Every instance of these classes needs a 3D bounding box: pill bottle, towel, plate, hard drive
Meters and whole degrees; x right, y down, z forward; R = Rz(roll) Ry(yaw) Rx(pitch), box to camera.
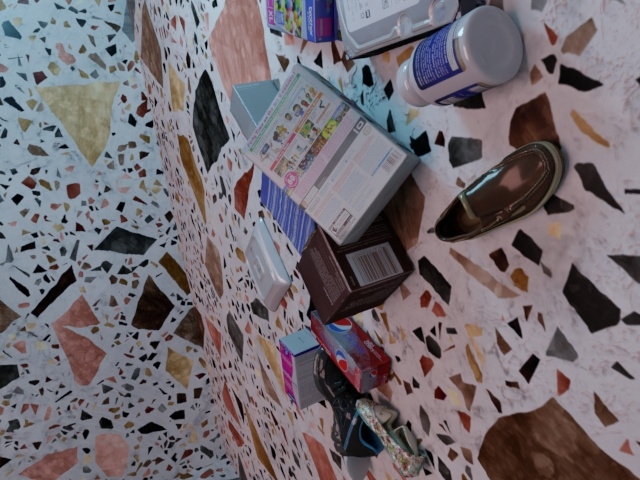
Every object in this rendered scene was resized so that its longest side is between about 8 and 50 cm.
[{"bbox_3d":[0.203,-0.270,0.828,0.186,0.112,0.112,-4,101,64],"label":"pill bottle"},{"bbox_3d":[-0.103,-0.109,1.624,0.336,0.040,0.243,54,149,36],"label":"towel"},{"bbox_3d":[-0.207,0.096,1.948,0.278,0.045,0.277,65,154,20],"label":"plate"},{"bbox_3d":[0.130,-0.460,0.924,0.339,0.064,0.237,14,117,60],"label":"hard drive"}]

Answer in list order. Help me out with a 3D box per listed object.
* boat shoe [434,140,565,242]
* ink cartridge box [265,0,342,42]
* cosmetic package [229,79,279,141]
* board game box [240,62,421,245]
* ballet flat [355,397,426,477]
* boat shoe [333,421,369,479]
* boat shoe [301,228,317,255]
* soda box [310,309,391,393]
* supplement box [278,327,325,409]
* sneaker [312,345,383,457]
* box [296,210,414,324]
[{"bbox_3d":[0.265,-0.059,0.842,0.095,0.095,0.257,65,153,18],"label":"boat shoe"},{"bbox_3d":[-0.039,-0.558,1.214,0.311,0.065,0.186,39,138,47],"label":"ink cartridge box"},{"bbox_3d":[-0.150,-0.330,1.493,0.238,0.127,0.107,59,151,25],"label":"cosmetic package"},{"bbox_3d":[0.014,-0.173,1.087,0.303,0.097,0.224,44,113,16],"label":"board game box"},{"bbox_3d":[0.183,0.480,1.363,0.241,0.091,0.077,49,115,34],"label":"ballet flat"},{"bbox_3d":[0.088,0.605,1.617,0.070,0.077,0.219,-28,71,63],"label":"boat shoe"},{"bbox_3d":[0.000,0.000,1.465,0.178,0.064,0.060,134,151,-57],"label":"boat shoe"},{"bbox_3d":[0.074,0.279,1.428,0.263,0.092,0.083,44,141,47],"label":"soda box"},{"bbox_3d":[-0.053,0.415,1.744,0.111,0.114,0.220,31,133,54],"label":"supplement box"},{"bbox_3d":[0.085,0.441,1.507,0.139,0.125,0.341,-12,98,46],"label":"sneaker"},{"bbox_3d":[0.071,0.062,1.220,0.167,0.168,0.203,64,152,20],"label":"box"}]
